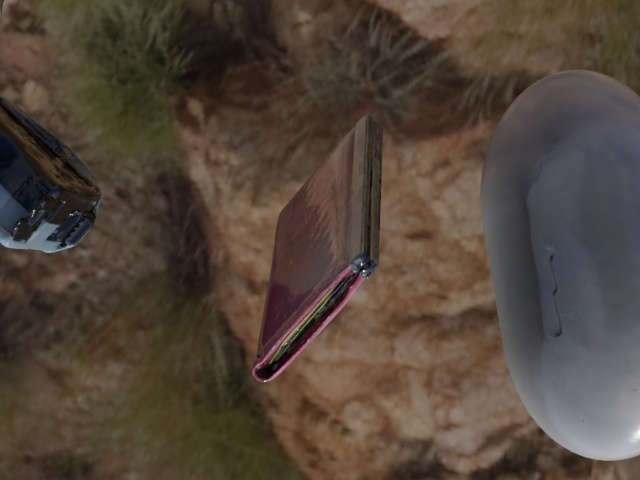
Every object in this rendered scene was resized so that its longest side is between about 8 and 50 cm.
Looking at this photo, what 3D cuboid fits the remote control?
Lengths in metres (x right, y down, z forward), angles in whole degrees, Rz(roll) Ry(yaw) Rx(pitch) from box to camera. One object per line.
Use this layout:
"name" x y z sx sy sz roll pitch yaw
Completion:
"remote control" 0.224 0.020 1.232 0.103 0.332 0.221 -1 168 -31

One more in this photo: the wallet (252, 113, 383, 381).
"wallet" 0.000 0.000 1.024 0.025 0.232 0.119 36 113 -14

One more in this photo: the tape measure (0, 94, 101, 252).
"tape measure" -0.306 -0.068 1.446 0.182 0.181 0.107 44 94 17

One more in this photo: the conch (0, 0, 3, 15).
"conch" -0.253 -0.146 0.752 0.178 0.245 0.163 33 125 -13
